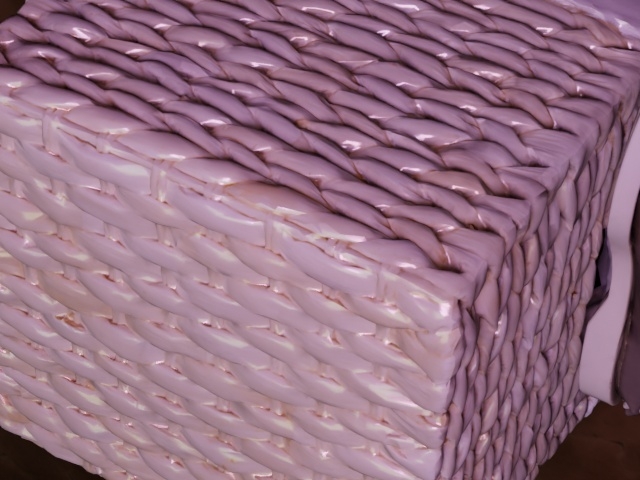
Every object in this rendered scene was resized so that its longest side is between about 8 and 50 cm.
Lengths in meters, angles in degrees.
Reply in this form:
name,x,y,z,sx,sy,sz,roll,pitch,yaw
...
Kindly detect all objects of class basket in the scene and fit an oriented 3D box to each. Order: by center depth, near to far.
name,x,y,z,sx,sy,sz,roll,pitch,yaw
basket,0.000,0.000,0.968,0.331,0.266,0.328,24,140,19

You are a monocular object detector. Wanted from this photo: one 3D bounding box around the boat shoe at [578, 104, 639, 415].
name,x,y,z,sx,sy,sz,roll,pitch,yaw
boat shoe,0.201,-0.002,0.843,0.097,0.116,0.324,26,149,19
